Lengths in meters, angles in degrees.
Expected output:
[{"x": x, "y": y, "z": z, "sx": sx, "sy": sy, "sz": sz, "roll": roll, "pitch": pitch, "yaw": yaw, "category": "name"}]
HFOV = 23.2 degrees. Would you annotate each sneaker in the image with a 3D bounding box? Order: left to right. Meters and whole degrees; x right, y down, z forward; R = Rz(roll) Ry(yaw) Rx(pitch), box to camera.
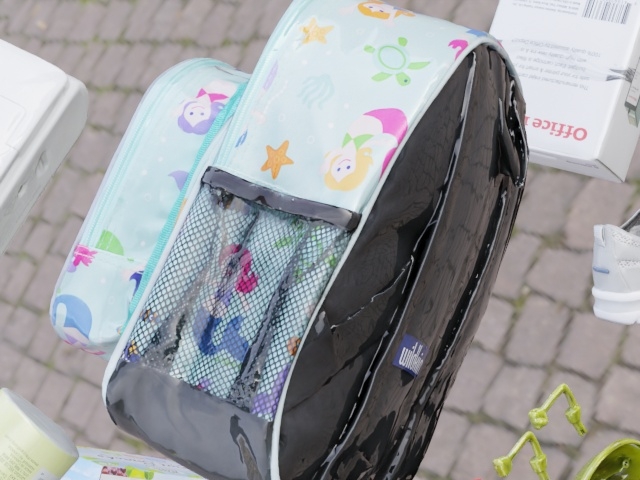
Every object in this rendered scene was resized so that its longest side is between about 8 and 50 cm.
[{"x": 0.394, "y": -0.012, "z": 1.605, "sx": 0.281, "sy": 0.115, "sz": 0.105, "roll": -25, "pitch": 21, "yaw": -30, "category": "sneaker"}]

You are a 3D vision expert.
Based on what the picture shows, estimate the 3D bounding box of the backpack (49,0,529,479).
[{"x": 0.000, "y": 0.000, "z": 0.794, "sx": 0.191, "sy": 0.225, "sz": 0.253, "roll": 26, "pitch": 86, "yaw": 22, "category": "backpack"}]

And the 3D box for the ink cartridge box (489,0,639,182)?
[{"x": 0.335, "y": -0.243, "z": 2.076, "sx": 0.211, "sy": 0.121, "sz": 0.289, "roll": 16, "pitch": 84, "yaw": 32, "category": "ink cartridge box"}]

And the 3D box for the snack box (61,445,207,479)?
[{"x": -0.220, "y": 0.299, "z": 1.881, "sx": 0.174, "sy": 0.207, "sz": 0.070, "roll": 7, "pitch": 85, "yaw": 55, "category": "snack box"}]

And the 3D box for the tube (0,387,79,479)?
[{"x": -0.241, "y": 0.190, "z": 0.886, "sx": 0.240, "sy": 0.070, "sz": 0.062, "roll": -49, "pitch": -1, "yaw": -4, "category": "tube"}]

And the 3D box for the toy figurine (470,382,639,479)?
[{"x": 0.180, "y": 0.344, "z": 1.678, "sx": 0.362, "sy": 0.191, "sz": 0.217, "roll": -52, "pitch": 8, "yaw": -24, "category": "toy figurine"}]

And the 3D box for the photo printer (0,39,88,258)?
[{"x": -0.356, "y": -0.068, "z": 1.085, "sx": 0.256, "sy": 0.307, "sz": 0.107, "roll": -62, "pitch": -7, "yaw": -22, "category": "photo printer"}]
